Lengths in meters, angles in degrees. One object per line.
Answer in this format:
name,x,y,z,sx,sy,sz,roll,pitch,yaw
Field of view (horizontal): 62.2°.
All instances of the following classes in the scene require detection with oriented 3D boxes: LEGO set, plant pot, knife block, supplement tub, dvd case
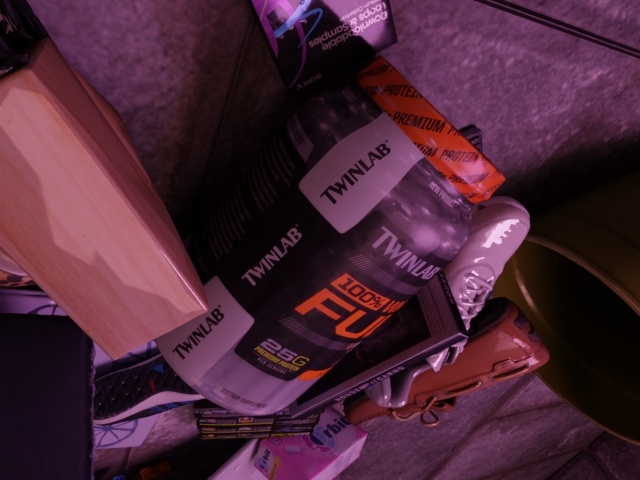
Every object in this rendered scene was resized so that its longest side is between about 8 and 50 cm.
LEGO set,-0.322,0.442,0.902,0.093,0.087,0.227,-44,153,26
plant pot,0.496,0.049,0.800,0.353,0.366,0.366,-33,141,-13
knife block,-0.195,-0.061,0.343,0.088,0.275,0.242,-28,170,-1
supplement tub,0.000,0.000,0.536,0.338,0.207,0.207,-46,137,19
dvd case,0.040,0.084,0.631,0.239,0.179,0.030,-35,141,27

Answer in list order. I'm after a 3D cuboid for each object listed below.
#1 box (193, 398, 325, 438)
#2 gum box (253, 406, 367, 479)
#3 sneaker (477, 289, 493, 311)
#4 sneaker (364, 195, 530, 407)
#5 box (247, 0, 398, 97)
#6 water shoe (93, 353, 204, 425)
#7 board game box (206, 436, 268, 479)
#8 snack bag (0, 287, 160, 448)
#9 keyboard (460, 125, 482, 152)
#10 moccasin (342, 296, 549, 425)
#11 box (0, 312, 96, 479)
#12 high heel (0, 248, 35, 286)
box,-0.095,0.263,0.817,0.191,0.045,0.184,1,150,-8
gum box,-0.011,0.366,0.936,0.188,0.107,0.062,-13,127,-52
sneaker,0.192,0.024,0.748,0.110,0.107,0.275,-47,142,12
sneaker,0.144,0.078,0.623,0.110,0.118,0.292,28,111,-32
box,-0.003,-0.213,0.449,0.116,0.029,0.162,-29,141,0
water shoe,-0.195,0.181,0.682,0.203,0.073,0.080,-11,158,-16
board game box,-0.196,0.524,0.988,0.390,0.050,0.390,-39,145,-24
snack bag,-0.334,0.174,0.657,0.343,0.037,0.323,10,126,-37
keyboard,0.128,-0.068,0.682,0.180,0.023,0.108,-24,140,-4
moccasin,0.194,0.234,0.895,0.380,0.147,0.139,-36,-175,26
box,-0.482,0.291,0.426,0.480,0.297,0.471,8,134,-31
high heel,-0.348,0.014,0.474,0.186,0.093,0.261,-25,159,30
